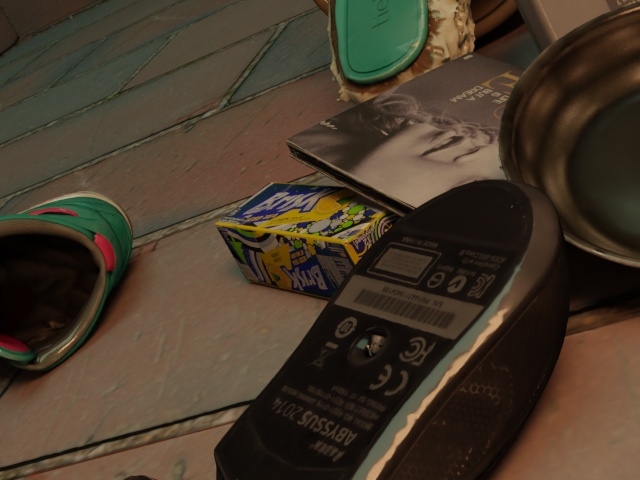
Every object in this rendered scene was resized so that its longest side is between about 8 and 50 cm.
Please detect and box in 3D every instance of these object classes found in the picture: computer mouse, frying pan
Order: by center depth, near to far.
[{"bbox_3d":[0.021,0.087,0.489,0.272,0.072,0.188,-48,28,-13],"label":"computer mouse"},{"bbox_3d":[0.234,-0.097,0.560,0.326,0.053,0.197,-44,50,-19],"label":"frying pan"}]

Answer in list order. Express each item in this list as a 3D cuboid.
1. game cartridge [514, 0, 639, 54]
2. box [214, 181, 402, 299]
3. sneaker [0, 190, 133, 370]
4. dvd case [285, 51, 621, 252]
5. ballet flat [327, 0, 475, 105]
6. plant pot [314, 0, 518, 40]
[{"bbox_3d":[0.260,-0.250,0.758,0.297,0.198,0.062,-30,11,-6],"label":"game cartridge"},{"bbox_3d":[0.000,0.000,0.714,0.059,0.054,0.169,-38,24,-24],"label":"box"},{"bbox_3d":[-0.282,0.060,0.846,0.296,0.123,0.178,-30,12,-6],"label":"sneaker"},{"bbox_3d":[0.105,-0.058,0.655,0.165,0.018,0.221,-28,35,-24],"label":"dvd case"},{"bbox_3d":[0.068,-0.268,0.899,0.147,0.147,0.408,-14,65,33],"label":"ballet flat"},{"bbox_3d":[0.111,-0.325,1.086,0.263,0.263,0.229,-23,5,14],"label":"plant pot"}]
